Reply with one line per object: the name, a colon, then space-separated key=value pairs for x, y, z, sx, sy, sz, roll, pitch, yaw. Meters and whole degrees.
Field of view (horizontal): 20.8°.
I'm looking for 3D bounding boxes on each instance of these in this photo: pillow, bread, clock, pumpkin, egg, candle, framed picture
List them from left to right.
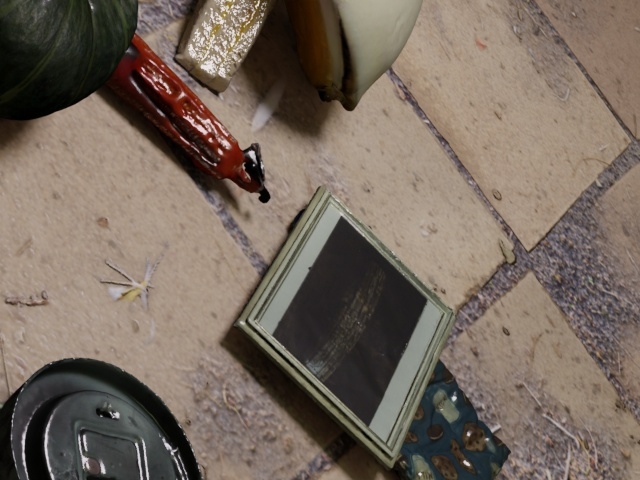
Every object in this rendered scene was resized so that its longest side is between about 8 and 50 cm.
pumpkin: x=-0.306 y=-0.262 z=1.655 sx=0.300 sy=0.207 sz=0.300 roll=13 pitch=75 yaw=-54
clock: x=-0.196 y=0.207 z=1.543 sx=0.215 sy=0.042 sz=0.215 roll=31 pitch=41 yaw=-31
candle: x=-0.163 y=-0.143 z=1.874 sx=0.302 sy=0.059 sz=0.084 roll=44 pitch=47 yaw=-12
bread: x=-0.100 y=-0.259 z=2.008 sx=0.077 sy=0.105 sz=0.152 roll=32 pitch=38 yaw=-19
framed picture: x=0.039 y=0.086 z=1.904 sx=0.231 sy=0.018 sz=0.293 roll=44 pitch=36 yaw=-11
egg: x=0.051 y=-0.311 z=2.077 sx=0.174 sy=0.264 sz=0.286 roll=-11 pitch=66 yaw=-8
pillow: x=0.101 y=0.187 z=1.928 sx=0.255 sy=0.034 sz=0.189 roll=50 pitch=37 yaw=-3

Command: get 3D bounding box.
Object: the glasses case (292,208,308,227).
glasses case: x=0.000 y=0.000 z=1.977 sx=0.083 sy=0.023 sz=0.033 roll=44 pitch=31 yaw=-15
